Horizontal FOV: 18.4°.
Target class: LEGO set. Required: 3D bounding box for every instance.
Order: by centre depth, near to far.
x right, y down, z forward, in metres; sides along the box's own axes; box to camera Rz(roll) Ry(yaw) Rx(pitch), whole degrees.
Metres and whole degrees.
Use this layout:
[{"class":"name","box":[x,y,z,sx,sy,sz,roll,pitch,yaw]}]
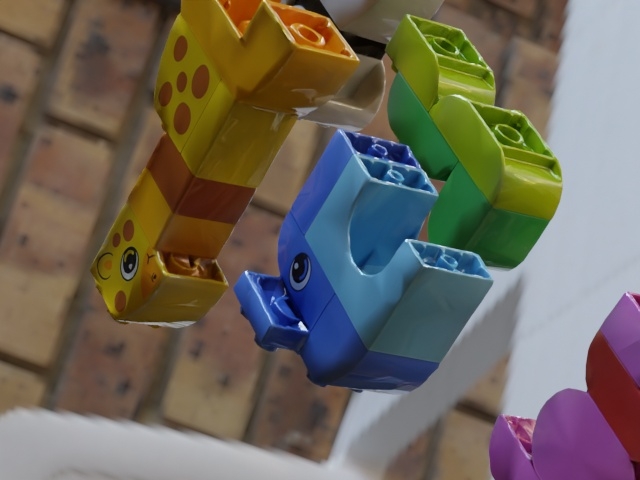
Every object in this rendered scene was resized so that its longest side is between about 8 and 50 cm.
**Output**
[{"class":"LEGO set","box":[0.000,0.000,0.475,0.093,0.087,0.227,-58,39,26]}]
